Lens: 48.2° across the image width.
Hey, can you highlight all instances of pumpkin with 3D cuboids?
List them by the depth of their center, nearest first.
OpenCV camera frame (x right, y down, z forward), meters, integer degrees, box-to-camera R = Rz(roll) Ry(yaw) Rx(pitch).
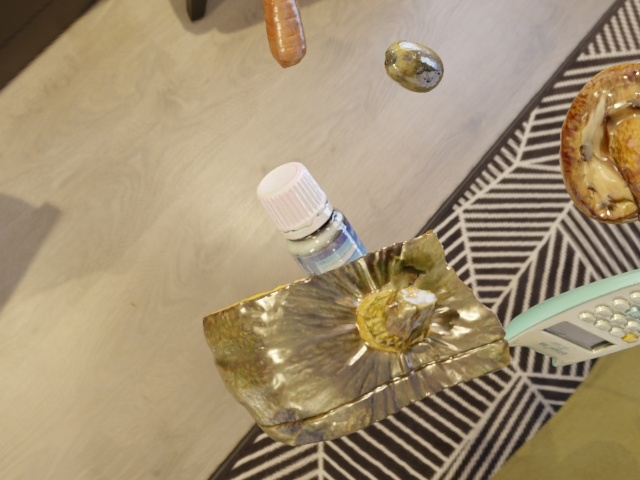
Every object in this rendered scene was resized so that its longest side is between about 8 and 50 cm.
[{"bbox_3d":[0.007,0.087,0.582,0.126,0.248,0.130,-18,85,-50],"label":"pumpkin"}]

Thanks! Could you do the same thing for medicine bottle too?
[{"bbox_3d":[0.000,0.000,0.868,0.083,0.083,0.203,-44,123,-12],"label":"medicine bottle"}]

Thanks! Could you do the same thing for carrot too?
[{"bbox_3d":[-0.056,-0.308,0.843,0.048,0.048,0.216,-18,120,-7],"label":"carrot"}]

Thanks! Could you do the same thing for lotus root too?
[{"bbox_3d":[0.178,-0.325,1.341,0.081,0.179,0.089,8,96,33],"label":"lotus root"}]

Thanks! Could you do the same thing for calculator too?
[{"bbox_3d":[0.527,0.129,1.252,0.256,0.386,0.054,23,53,-36],"label":"calculator"}]

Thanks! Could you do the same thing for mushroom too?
[{"bbox_3d":[0.539,-0.143,1.207,0.263,0.195,0.283,-17,64,32],"label":"mushroom"}]
